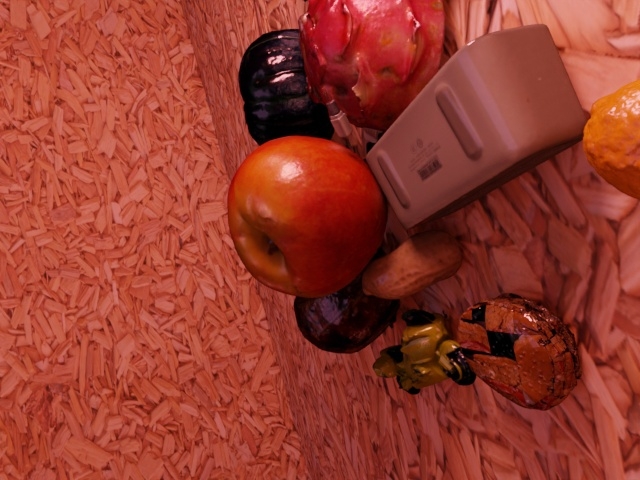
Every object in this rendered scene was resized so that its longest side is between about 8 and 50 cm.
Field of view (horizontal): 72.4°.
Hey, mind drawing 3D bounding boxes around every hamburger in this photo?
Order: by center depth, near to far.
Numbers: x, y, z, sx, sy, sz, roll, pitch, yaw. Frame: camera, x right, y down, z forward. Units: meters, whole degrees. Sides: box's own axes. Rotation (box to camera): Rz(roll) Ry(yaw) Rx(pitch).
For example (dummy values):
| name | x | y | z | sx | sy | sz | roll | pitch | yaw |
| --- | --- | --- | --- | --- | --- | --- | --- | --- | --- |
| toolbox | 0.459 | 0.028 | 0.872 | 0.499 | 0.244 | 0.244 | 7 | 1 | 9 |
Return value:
| name | x | y | z | sx | sy | sz | roll | pitch | yaw |
| --- | --- | --- | --- | --- | --- | --- | --- | --- | --- |
| hamburger | 0.369 | 0.211 | 0.826 | 0.231 | 0.107 | 0.230 | 28 | 123 | 55 |

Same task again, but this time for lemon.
| name | x | y | z | sx | sy | sz | roll | pitch | yaw |
| --- | --- | --- | --- | --- | --- | --- | --- | --- | --- |
| lemon | 0.398 | -0.112 | 0.503 | 0.187 | 0.142 | 0.142 | 58 | 152 | 32 |

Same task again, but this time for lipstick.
| name | x | y | z | sx | sy | sz | roll | pitch | yaw |
| --- | --- | --- | --- | --- | --- | --- | --- | --- | --- |
| lipstick | 0.029 | -0.258 | 0.875 | 0.025 | 0.025 | 0.107 | 3 | 134 | 46 |

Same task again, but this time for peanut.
| name | x | y | z | sx | sy | sz | roll | pitch | yaw |
| --- | --- | --- | --- | --- | --- | --- | --- | --- | --- |
| peanut | 0.203 | 0.064 | 1.014 | 0.122 | 0.253 | 0.137 | 55 | -162 | -10 |

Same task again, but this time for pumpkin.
| name | x | y | z | sx | sy | sz | roll | pitch | yaw |
| --- | --- | --- | --- | --- | --- | --- | --- | --- | --- |
| pumpkin | -0.086 | -0.416 | 1.268 | 0.363 | 0.266 | 0.363 | -6 | -90 | -86 |

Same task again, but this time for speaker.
| name | x | y | z | sx | sy | sz | roll | pitch | yaw |
| --- | --- | --- | --- | --- | --- | --- | --- | --- | --- |
| speaker | 0.250 | -0.169 | 0.788 | 0.184 | 0.183 | 0.406 | 67 | 158 | 8 |

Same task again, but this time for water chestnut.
| name | x | y | z | sx | sy | sz | roll | pitch | yaw |
| --- | --- | --- | --- | --- | --- | --- | --- | --- | --- |
| water chestnut | 0.102 | 0.171 | 1.259 | 0.302 | 0.350 | 0.350 | 35 | 164 | -15 |

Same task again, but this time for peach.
| name | x | y | z | sx | sy | sz | roll | pitch | yaw |
| --- | --- | --- | --- | --- | --- | --- | --- | --- | --- |
| peach | -0.018 | -0.061 | 1.020 | 0.388 | 0.389 | 0.388 | 166 | 90 | -68 |

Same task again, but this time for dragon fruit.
| name | x | y | z | sx | sy | sz | roll | pitch | yaw |
| --- | --- | --- | --- | --- | --- | --- | --- | --- | --- |
| dragon fruit | 0.081 | -0.406 | 0.942 | 0.371 | 0.249 | 0.386 | 119 | 143 | -57 |

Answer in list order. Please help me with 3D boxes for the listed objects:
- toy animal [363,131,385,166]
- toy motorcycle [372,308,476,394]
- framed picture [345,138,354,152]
| name | x | y | z | sx | sy | sz | roll | pitch | yaw |
| --- | --- | --- | --- | --- | --- | --- | --- | --- | --- |
| toy animal | 0.159 | -0.213 | 1.103 | 0.232 | 0.085 | 0.148 | 119 | 134 | -64 |
| toy motorcycle | 0.247 | 0.288 | 1.115 | 0.342 | 0.142 | 0.206 | 125 | 129 | -60 |
| framed picture | 0.098 | -0.212 | 1.283 | 0.109 | 0.011 | 0.149 | 86 | 169 | -48 |
